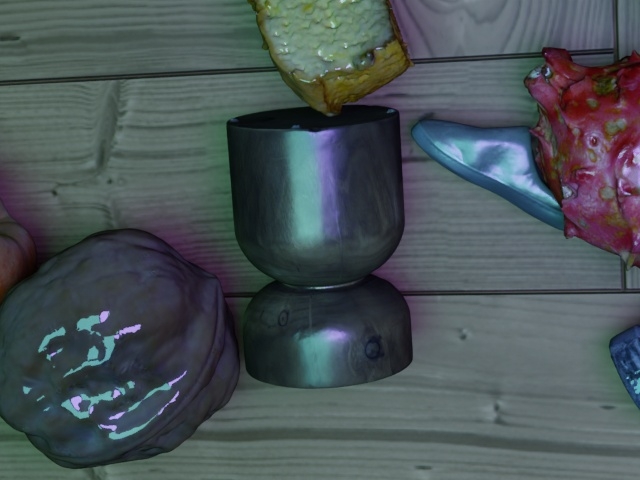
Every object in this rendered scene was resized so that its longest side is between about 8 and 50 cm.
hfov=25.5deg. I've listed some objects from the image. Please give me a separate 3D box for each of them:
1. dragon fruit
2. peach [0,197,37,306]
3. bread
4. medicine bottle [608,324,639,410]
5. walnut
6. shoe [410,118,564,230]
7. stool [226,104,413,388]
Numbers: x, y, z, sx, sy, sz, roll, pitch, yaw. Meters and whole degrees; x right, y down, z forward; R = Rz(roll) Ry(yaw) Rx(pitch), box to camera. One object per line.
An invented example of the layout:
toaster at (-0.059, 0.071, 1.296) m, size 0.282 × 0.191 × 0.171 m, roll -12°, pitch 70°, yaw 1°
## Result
dragon fruit at (0.302, -0.080, 1.349) m, size 0.268 × 0.205 × 0.210 m, roll 37°, pitch 146°, yaw 6°
peach at (-0.450, 0.033, 1.556) m, size 0.256 × 0.232 × 0.232 m, roll -29°, pitch 94°, yaw 5°
bread at (0.015, -0.218, 1.404) m, size 0.143 × 0.139 × 0.229 m, roll -22°, pitch 54°, yaw 12°
medicine bottle at (0.432, 0.074, 1.379) m, size 0.293 × 0.141 × 0.141 m, roll -30°, pitch 94°, yaw 19°
walnut at (-0.216, 0.119, 1.504) m, size 0.273 × 0.227 × 0.273 m, roll -1°, pitch 108°, yaw -4°
shoe at (0.190, -0.085, 1.441) m, size 0.195 × 0.079 × 0.078 m, roll 33°, pitch 104°, yaw 1°
stool at (0.000, 0.000, 1.455) m, size 0.179 × 0.179 × 0.264 m, roll -1°, pitch 102°, yaw 15°
